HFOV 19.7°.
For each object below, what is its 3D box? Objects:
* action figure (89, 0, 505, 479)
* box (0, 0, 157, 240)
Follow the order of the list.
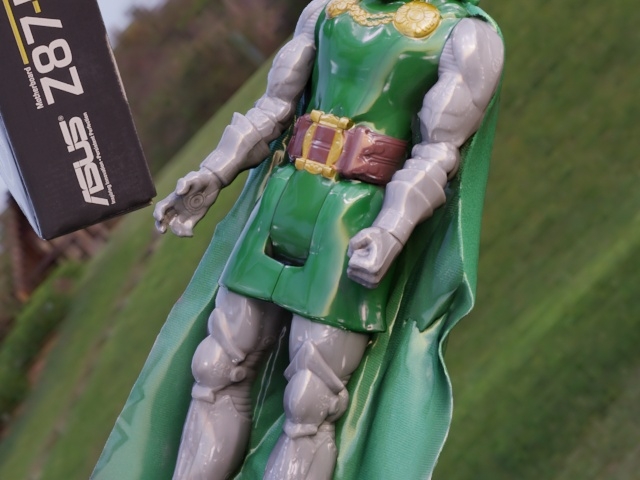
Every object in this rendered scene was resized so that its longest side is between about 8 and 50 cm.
[{"bbox_3d":[0.000,0.000,0.562,0.063,0.137,0.232,24,-96,-55],"label":"action figure"},{"bbox_3d":[-0.246,-0.217,1.314,0.097,0.318,0.395,-19,29,-13],"label":"box"}]
